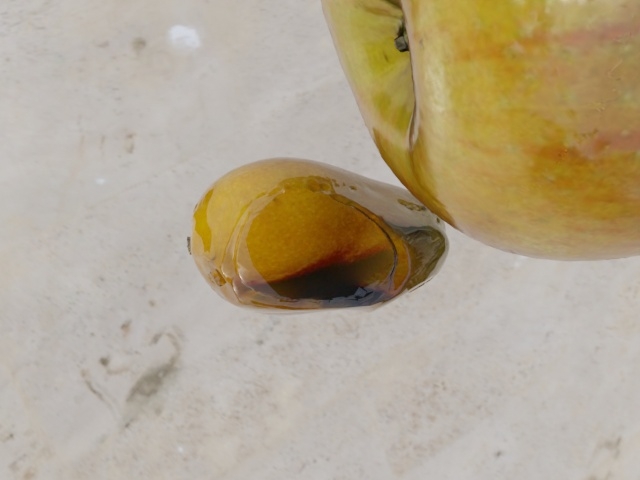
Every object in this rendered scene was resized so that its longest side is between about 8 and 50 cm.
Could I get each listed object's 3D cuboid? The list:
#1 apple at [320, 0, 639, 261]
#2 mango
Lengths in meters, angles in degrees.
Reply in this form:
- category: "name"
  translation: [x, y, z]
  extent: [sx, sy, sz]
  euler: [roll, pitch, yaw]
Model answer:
- category: "apple"
  translation: [0.167, -0.176, 0.682]
  extent: [0.334, 0.400, 0.400]
  euler: [-24, 110, -30]
- category: "mango"
  translation: [0.000, 0.000, 0.924]
  extent: [0.236, 0.166, 0.136]
  euler: [3, 83, -15]
